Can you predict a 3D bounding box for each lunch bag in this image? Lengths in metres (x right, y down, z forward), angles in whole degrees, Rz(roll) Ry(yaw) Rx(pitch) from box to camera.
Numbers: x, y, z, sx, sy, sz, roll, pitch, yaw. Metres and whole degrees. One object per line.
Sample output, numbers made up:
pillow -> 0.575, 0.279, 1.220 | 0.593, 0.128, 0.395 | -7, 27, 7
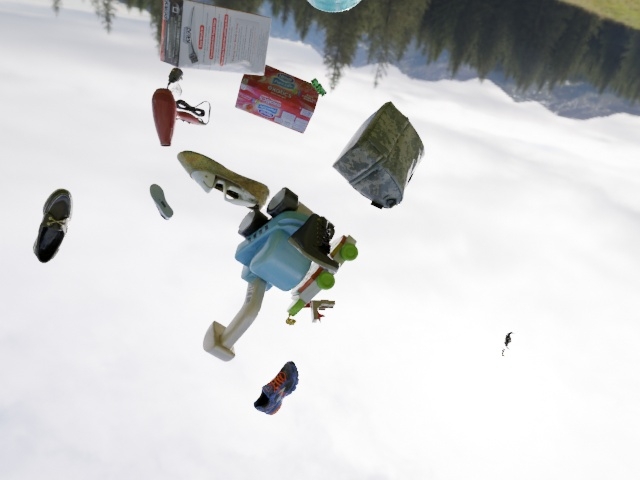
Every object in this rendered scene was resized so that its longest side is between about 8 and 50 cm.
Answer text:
lunch bag -> 0.223, -0.284, 1.682 | 0.256, 0.213, 0.305 | 41, -127, -12

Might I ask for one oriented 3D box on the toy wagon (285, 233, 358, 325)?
toy wagon -> -0.011, 0.125, 1.563 | 0.068, 0.267, 0.344 | 43, -109, -5

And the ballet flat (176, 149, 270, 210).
ballet flat -> -0.339, -0.197, 1.675 | 0.349, 0.123, 0.123 | 24, -159, -20

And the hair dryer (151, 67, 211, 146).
hair dryer -> -0.479, -0.436, 1.662 | 0.080, 0.223, 0.293 | -6, -132, 37

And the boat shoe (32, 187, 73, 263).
boat shoe -> -0.782, -0.041, 1.424 | 0.081, 0.227, 0.069 | 14, -165, -39

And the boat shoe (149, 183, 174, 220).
boat shoe -> -0.771, -0.180, 2.325 | 0.065, 0.183, 0.083 | -29, -178, -29

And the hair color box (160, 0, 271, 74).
hair color box -> -0.159, -0.313, 0.749 | 0.053, 0.093, 0.167 | 28, -152, 32

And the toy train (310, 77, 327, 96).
toy train -> -0.004, -0.475, 1.502 | 0.083, 0.024, 0.017 | 34, -145, -57

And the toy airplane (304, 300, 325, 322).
toy airplane -> -0.031, 0.314, 2.231 | 0.151, 0.028, 0.151 | 35, -154, -21

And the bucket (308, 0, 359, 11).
bucket -> 0.049, -0.992, 1.756 | 0.282, 0.281, 0.183 | 15, 163, 7

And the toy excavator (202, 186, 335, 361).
toy excavator -> -0.180, 0.113, 1.513 | 0.222, 0.433, 0.445 | 39, -145, -27

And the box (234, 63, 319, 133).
box -> -0.143, -0.481, 1.623 | 0.257, 0.128, 0.122 | 19, -120, -10

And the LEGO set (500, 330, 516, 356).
LEGO set -> 0.465, 0.255, 1.215 | 0.024, 0.054, 0.083 | 8, -165, 41

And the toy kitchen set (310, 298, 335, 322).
toy kitchen set -> 0.006, 0.253, 1.682 | 0.084, 0.068, 0.075 | 3, -123, -13

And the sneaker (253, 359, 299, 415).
sneaker -> -0.147, 0.496, 1.616 | 0.087, 0.221, 0.083 | 20, -166, -44

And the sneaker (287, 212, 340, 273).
sneaker -> 0.000, 0.000, 1.326 | 0.083, 0.118, 0.222 | 36, 180, -42
